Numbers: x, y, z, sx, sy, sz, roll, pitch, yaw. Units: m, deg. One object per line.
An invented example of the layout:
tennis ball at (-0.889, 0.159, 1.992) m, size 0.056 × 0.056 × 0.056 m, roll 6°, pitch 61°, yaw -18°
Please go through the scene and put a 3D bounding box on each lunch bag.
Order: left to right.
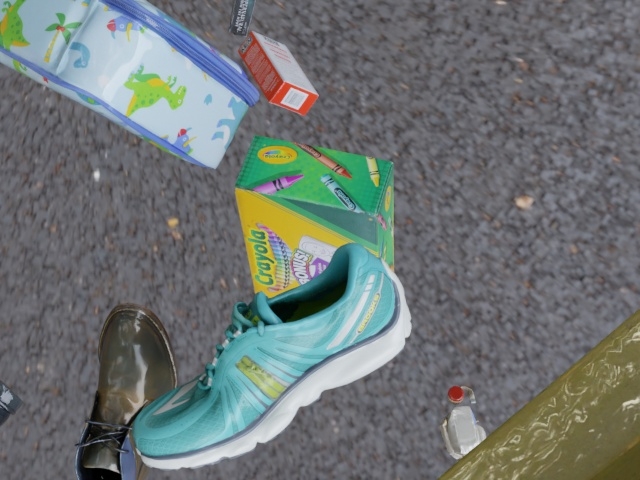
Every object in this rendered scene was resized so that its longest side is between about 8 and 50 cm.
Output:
lunch bag at (-0.162, -0.139, 0.885) m, size 0.090 × 0.219 × 0.176 m, roll -59°, pitch 147°, yaw -1°

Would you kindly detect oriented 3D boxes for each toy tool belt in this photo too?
toy tool belt at (0.164, 0.219, 1.429) m, size 0.052 × 0.083 × 0.051 m, roll -9°, pitch 151°, yaw -8°

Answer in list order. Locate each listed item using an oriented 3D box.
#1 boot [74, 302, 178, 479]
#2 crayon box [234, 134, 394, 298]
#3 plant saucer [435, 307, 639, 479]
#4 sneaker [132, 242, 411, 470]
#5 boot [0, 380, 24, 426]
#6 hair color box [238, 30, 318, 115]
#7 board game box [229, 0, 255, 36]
boot at (-0.186, 0.170, 1.164) m, size 0.082 × 0.106 × 0.219 m, roll 8°, pitch 126°, yaw 4°
crayon box at (0.000, 0.000, 1.448) m, size 0.165 × 0.081 × 0.278 m, roll 12°, pitch 149°, yaw 11°
plant saucer at (0.196, 0.124, 0.678) m, size 0.333 × 0.333 × 0.081 m, roll -42°, pitch 92°, yaw 9°
sneaker at (-0.054, 0.097, 1.069) m, size 0.275 × 0.107 × 0.110 m, roll -34°, pitch 125°, yaw -4°
boot at (-0.546, 0.277, 1.777) m, size 0.207 × 0.246 × 0.094 m, roll -48°, pitch 111°, yaw -14°
hair color box at (-0.064, -0.252, 1.827) m, size 0.072 × 0.141 × 0.043 m, roll 18°, pitch 120°, yaw -39°
board game box at (-0.083, -0.367, 1.522) m, size 0.026 × 0.126 × 0.186 m, roll 9°, pitch 137°, yaw -10°
